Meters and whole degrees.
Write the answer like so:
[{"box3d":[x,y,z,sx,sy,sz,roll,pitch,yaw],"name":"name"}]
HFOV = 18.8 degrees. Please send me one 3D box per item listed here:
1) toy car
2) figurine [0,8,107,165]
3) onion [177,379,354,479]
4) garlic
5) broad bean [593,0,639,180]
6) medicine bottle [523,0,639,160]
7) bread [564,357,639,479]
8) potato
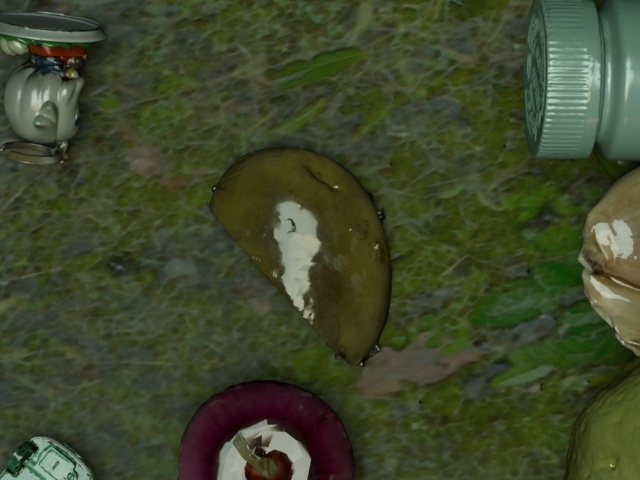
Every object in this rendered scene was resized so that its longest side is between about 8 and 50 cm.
[{"box3d":[-0.320,0.304,1.980,0.090,0.076,0.224,38,86,8],"name":"toy car"},{"box3d":[-0.291,-0.152,1.976,0.132,0.132,0.154,9,104,8],"name":"figurine"},{"box3d":[-0.053,0.225,1.911,0.177,0.153,0.177,-7,107,-24],"name":"onion"},{"box3d":[0.349,0.019,1.877,0.228,0.110,0.217,21,86,-13],"name":"garlic"},{"box3d":[0.280,-0.211,1.922,0.075,0.067,0.325,-11,84,-23],"name":"broad bean"},{"box3d":[0.357,-0.151,1.809,0.318,0.158,0.158,0,89,-3],"name":"medicine bottle"},{"box3d":[0.370,0.255,1.781,0.320,0.237,0.321,3,109,9],"name":"bread"},{"box3d":[0.000,0.000,1.935,0.138,0.098,0.243,-43,85,3],"name":"potato"}]
